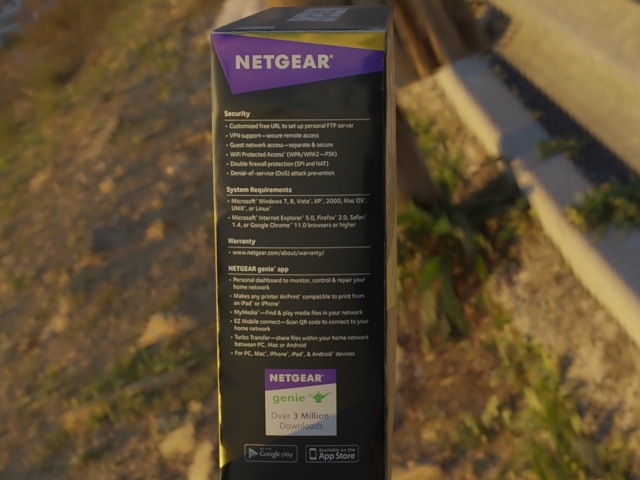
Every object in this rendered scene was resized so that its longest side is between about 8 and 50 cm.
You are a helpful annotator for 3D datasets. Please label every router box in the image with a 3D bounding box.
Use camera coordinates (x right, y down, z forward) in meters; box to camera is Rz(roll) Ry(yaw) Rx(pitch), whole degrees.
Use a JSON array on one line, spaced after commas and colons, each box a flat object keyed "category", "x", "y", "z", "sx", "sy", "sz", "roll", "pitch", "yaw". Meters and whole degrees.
[{"category": "router box", "x": 0.000, "y": 0.000, "z": 0.815, "sx": 0.081, "sy": 0.243, "sz": 0.309, "roll": 0, "pitch": 10, "yaw": 3}]
